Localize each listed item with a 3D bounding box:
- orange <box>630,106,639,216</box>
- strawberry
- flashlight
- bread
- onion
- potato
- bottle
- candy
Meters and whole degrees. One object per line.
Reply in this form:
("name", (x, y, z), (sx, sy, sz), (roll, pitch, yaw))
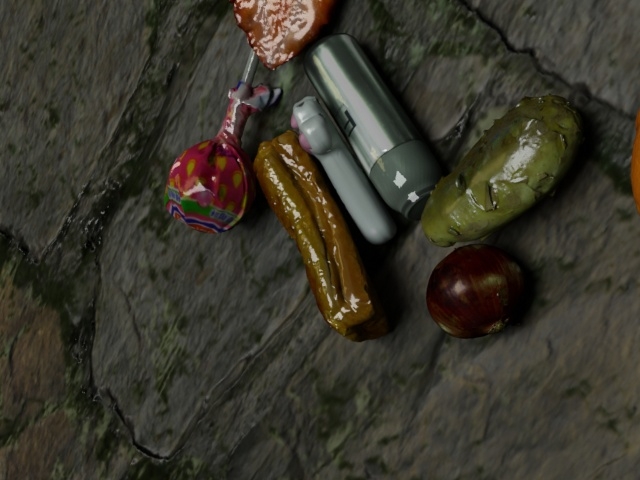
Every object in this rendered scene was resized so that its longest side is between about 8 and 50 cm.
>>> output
("orange", (0.374, -0.069, 1.217), (0.170, 0.224, 0.224), (-7, 86, 48))
("strawberry", (-0.038, -0.309, 1.685), (0.146, 0.082, 0.187), (17, 107, 16))
("flashlight", (0.026, -0.080, 1.592), (0.047, 0.093, 0.200), (-31, 104, 7))
("bread", (0.001, -0.001, 1.632), (0.077, 0.139, 0.271), (-27, 70, 4))
("onion", (0.172, 0.059, 1.482), (0.117, 0.118, 0.118), (-52, 58, 25))
("potato", (0.196, -0.071, 1.452), (0.225, 0.090, 0.117), (-44, 22, 27))
("bottle", (0.065, -0.134, 1.599), (0.253, 0.079, 0.096), (59, 164, 26))
("candy", (-0.106, -0.186, 1.749), (0.124, 0.124, 0.365), (19, 92, 41))
